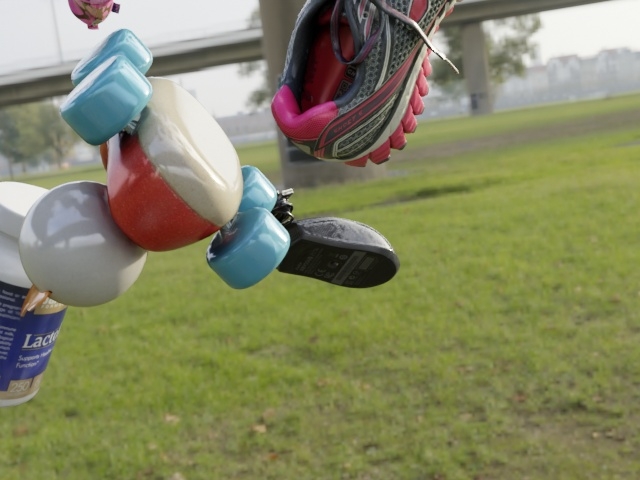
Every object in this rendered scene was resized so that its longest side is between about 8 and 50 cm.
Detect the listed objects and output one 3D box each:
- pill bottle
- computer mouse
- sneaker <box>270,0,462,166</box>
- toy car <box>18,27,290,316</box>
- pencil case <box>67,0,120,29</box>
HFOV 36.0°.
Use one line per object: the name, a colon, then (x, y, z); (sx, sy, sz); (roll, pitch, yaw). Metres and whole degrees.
pill bottle: (-0.401, 0.068, 1.267); (0.153, 0.264, 0.153); (21, 17, -7)
computer mouse: (0.000, 0.000, 1.535); (0.272, 0.072, 0.188); (16, -41, -24)
sneaker: (0.054, -0.201, 0.749); (0.121, 0.299, 0.112); (21, 8, 30)
toy car: (-0.190, -0.025, 0.892); (0.238, 0.219, 0.210); (-38, 24, 9)
pencil case: (-0.390, -0.426, 1.687); (0.095, 0.098, 0.209); (4, 1, -12)
